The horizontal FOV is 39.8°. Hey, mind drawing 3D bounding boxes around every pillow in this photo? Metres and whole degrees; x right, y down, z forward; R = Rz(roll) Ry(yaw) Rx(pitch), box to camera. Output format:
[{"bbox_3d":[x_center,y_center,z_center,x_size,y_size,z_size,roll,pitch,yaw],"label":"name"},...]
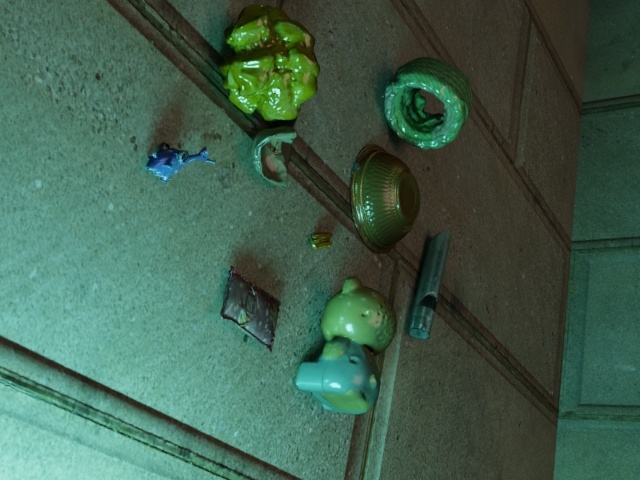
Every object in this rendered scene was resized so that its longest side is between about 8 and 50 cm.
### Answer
[{"bbox_3d":[-0.134,0.131,1.665,0.185,0.043,0.118,47,42,-49],"label":"pillow"}]

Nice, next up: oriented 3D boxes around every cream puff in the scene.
[{"bbox_3d":[-0.103,-0.333,1.659,0.194,0.194,0.221,-10,90,-58],"label":"cream puff"}]

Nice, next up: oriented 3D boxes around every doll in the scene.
[{"bbox_3d":[0.068,0.219,1.862,0.177,0.161,0.261,46,52,-43],"label":"doll"}]

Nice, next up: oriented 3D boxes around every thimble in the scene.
[{"bbox_3d":[0.268,-0.348,2.216,0.219,0.218,0.150,65,35,-28],"label":"thimble"}]

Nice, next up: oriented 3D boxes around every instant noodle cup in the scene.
[{"bbox_3d":[0.175,-0.103,2.141,0.274,0.090,0.274,9,79,-57],"label":"instant noodle cup"}]

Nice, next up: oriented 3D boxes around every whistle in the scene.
[{"bbox_3d":[0.288,0.112,2.317,0.062,0.062,0.312,50,46,-42],"label":"whistle"}]

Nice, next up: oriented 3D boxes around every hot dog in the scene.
[{"bbox_3d":[0.000,0.000,1.913,0.083,0.021,0.037,0,96,-59],"label":"hot dog"}]

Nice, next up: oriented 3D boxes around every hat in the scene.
[{"bbox_3d":[-0.094,-0.197,1.761,0.175,0.084,0.147,-88,-173,-48],"label":"hat"}]

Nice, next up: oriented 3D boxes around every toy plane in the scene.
[{"bbox_3d":[-0.244,-0.136,1.525,0.167,0.054,0.062,-25,132,-55],"label":"toy plane"}]
